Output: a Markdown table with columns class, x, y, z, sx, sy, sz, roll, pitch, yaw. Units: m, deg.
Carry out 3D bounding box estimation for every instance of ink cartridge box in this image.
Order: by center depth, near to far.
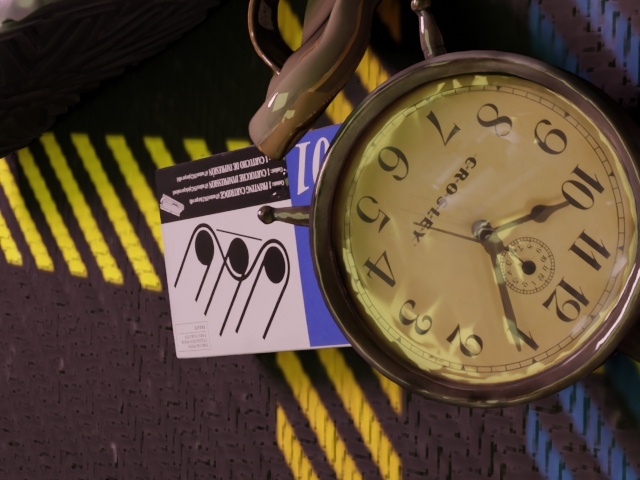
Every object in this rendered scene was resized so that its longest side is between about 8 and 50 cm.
| class | x | y | z | sx | sy | sz | roll | pitch | yaw |
| --- | --- | --- | --- | --- | --- | --- | --- | --- | --- |
| ink cartridge box | 0.000 | 0.000 | 0.785 | 0.207 | 0.046 | 0.097 | -8 | 88 | 53 |

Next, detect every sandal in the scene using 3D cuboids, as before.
| class | x | y | z | sx | sy | sz | roll | pitch | yaw |
| --- | --- | --- | --- | --- | --- | --- | --- | --- | --- |
| sandal | -0.006 | -0.094 | 0.709 | 0.072 | 0.049 | 0.180 | -53 | 9 | 31 |

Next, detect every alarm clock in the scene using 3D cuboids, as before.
| class | x | y | z | sx | sy | sz | roll | pitch | yaw |
| --- | --- | --- | --- | --- | --- | --- | --- | --- | --- |
| alarm clock | 0.079 | 0.008 | 0.642 | 0.192 | 0.064 | 0.129 | 42 | 104 | 17 |

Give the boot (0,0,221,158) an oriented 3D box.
| class | x | y | z | sx | sy | sz | roll | pitch | yaw |
| --- | --- | --- | --- | --- | --- | --- | --- | --- | --- |
| boot | -0.229 | -0.286 | 0.926 | 0.367 | 0.146 | 0.445 | -24 | 83 | 53 |
